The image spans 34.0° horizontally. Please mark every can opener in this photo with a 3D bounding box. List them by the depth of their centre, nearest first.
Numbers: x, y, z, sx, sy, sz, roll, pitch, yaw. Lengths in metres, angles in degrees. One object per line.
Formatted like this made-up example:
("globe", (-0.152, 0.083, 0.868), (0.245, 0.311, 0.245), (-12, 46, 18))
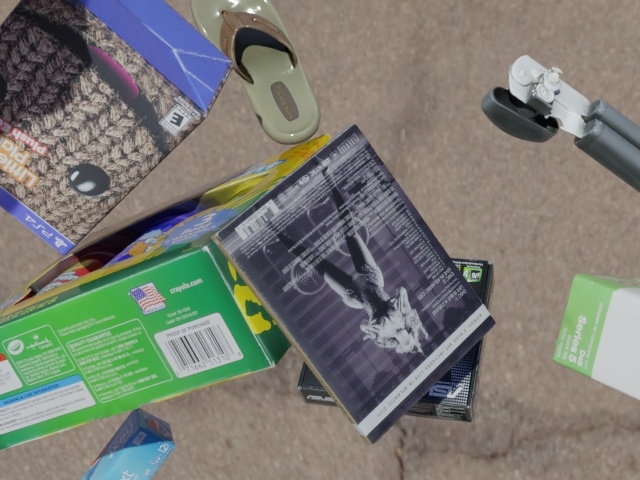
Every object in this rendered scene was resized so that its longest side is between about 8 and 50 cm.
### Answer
("can opener", (0.332, -0.129, 1.286), (0.280, 0.093, 0.074), (30, 53, -9))

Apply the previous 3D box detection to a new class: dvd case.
("dvd case", (0.034, 0.035, 0.892), (0.164, 0.018, 0.221), (-40, 100, -23))

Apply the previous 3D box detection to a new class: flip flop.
("flip flop", (-0.088, -0.258, 1.443), (0.112, 0.080, 0.277), (-27, 75, -1))

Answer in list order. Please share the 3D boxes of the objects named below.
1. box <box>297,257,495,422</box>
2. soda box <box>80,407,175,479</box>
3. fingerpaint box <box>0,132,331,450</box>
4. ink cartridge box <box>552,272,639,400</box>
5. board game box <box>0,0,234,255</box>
("box", (0.087, 0.101, 1.153), (0.190, 0.045, 0.184), (5, 54, 17))
("soda box", (-0.312, 0.362, 1.594), (0.210, 0.067, 0.071), (-52, 24, 7))
("fingerpaint box", (-0.199, 0.059, 1.337), (0.444, 0.163, 0.371), (-20, 15, 29))
("ink cartridge box", (0.434, 0.132, 1.169), (0.198, 0.115, 0.273), (6, 12, -37))
("board game box", (-0.291, -0.167, 1.238), (0.232, 0.291, 0.141), (40, 32, -17))
